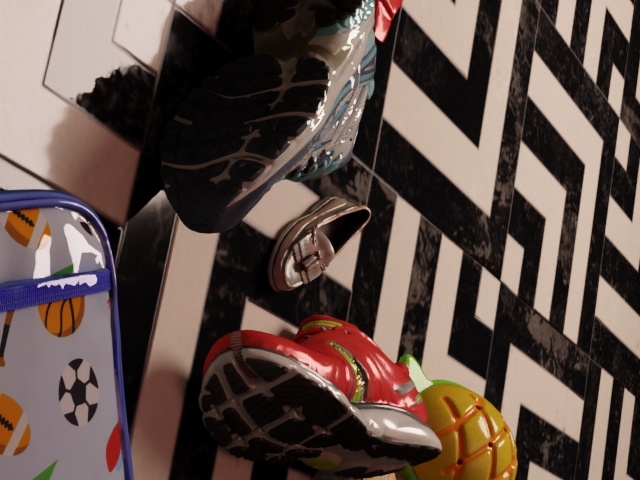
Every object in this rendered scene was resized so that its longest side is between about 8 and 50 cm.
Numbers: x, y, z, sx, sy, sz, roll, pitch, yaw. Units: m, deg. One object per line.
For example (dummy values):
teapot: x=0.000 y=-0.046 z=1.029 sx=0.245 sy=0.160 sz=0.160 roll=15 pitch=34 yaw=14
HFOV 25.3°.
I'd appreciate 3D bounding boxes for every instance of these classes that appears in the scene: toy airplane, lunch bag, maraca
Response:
toy airplane: x=0.035 y=-0.232 z=1.223 sx=0.151 sy=0.028 sz=0.151 roll=-1 pitch=91 yaw=-62
lunch bag: x=-0.216 y=0.084 z=0.701 sx=0.303 sy=0.115 sz=0.243 roll=-8 pitch=96 yaw=-62
maraca: x=0.111 y=0.185 z=1.320 sx=0.185 sy=0.099 sz=0.127 roll=39 pitch=51 yaw=-24

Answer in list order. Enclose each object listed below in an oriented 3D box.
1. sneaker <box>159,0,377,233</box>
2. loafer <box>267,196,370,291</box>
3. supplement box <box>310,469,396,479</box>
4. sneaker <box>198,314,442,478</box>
sneaker: x=-0.017 y=-0.083 z=1.057 sx=0.283 sy=0.110 sz=0.122 roll=-58 pitch=142 yaw=-43
loafer: x=0.000 y=0.000 z=1.159 sx=0.125 sy=0.039 sz=0.045 roll=-49 pitch=133 yaw=-49
supplement box: x=0.027 y=0.212 z=1.221 sx=0.098 sy=0.036 sz=0.062 roll=-48 pitch=131 yaw=-49
sneaker: x=-0.008 y=0.110 z=1.119 sx=0.279 sy=0.107 sz=0.118 roll=32 pitch=39 yaw=-54
